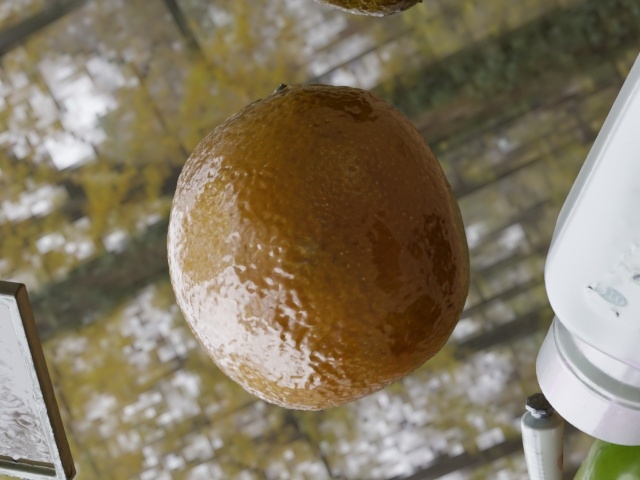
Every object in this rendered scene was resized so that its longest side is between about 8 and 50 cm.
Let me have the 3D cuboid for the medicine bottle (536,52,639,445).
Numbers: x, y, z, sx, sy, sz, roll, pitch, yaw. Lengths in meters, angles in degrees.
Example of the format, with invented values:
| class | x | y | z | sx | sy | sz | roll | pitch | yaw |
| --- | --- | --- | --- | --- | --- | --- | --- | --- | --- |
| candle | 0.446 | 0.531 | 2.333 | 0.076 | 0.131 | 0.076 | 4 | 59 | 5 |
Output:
| class | x | y | z | sx | sy | sz | roll | pitch | yaw |
| --- | --- | --- | --- | --- | --- | --- | --- | --- | --- |
| medicine bottle | 0.233 | -0.004 | 1.226 | 0.161 | 0.296 | 0.111 | 24 | -138 | 0 |

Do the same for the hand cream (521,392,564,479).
| class | x | y | z | sx | sy | sz | roll | pitch | yaw |
| --- | --- | --- | --- | --- | --- | --- | --- | --- | --- |
| hand cream | 0.267 | 0.289 | 2.325 | 0.080 | 0.050 | 0.234 | -121 | 23 | -60 |

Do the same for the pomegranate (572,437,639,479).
| class | x | y | z | sx | sy | sz | roll | pitch | yaw |
| --- | --- | --- | --- | --- | --- | --- | --- | --- | --- |
| pomegranate | 0.275 | 0.241 | 1.455 | 0.302 | 0.236 | 0.236 | -34 | -82 | -54 |

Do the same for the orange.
| class | x | y | z | sx | sy | sz | roll | pitch | yaw |
| --- | --- | --- | --- | --- | --- | --- | --- | --- | --- |
| orange | 0.000 | 0.000 | 1.561 | 0.264 | 0.264 | 0.264 | 55 | -161 | -29 |

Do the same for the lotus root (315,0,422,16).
| class | x | y | z | sx | sy | sz | roll | pitch | yaw |
| --- | --- | --- | --- | --- | --- | --- | --- | --- | --- |
| lotus root | 0.007 | -0.235 | 1.563 | 0.094 | 0.190 | 0.108 | -120 | 34 | -63 |

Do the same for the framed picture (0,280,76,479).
| class | x | y | z | sx | sy | sz | roll | pitch | yaw |
| --- | --- | --- | --- | --- | --- | --- | --- | --- | --- |
| framed picture | -0.376 | 0.108 | 1.688 | 0.024 | 0.314 | 0.232 | -66 | -23 | -46 |
